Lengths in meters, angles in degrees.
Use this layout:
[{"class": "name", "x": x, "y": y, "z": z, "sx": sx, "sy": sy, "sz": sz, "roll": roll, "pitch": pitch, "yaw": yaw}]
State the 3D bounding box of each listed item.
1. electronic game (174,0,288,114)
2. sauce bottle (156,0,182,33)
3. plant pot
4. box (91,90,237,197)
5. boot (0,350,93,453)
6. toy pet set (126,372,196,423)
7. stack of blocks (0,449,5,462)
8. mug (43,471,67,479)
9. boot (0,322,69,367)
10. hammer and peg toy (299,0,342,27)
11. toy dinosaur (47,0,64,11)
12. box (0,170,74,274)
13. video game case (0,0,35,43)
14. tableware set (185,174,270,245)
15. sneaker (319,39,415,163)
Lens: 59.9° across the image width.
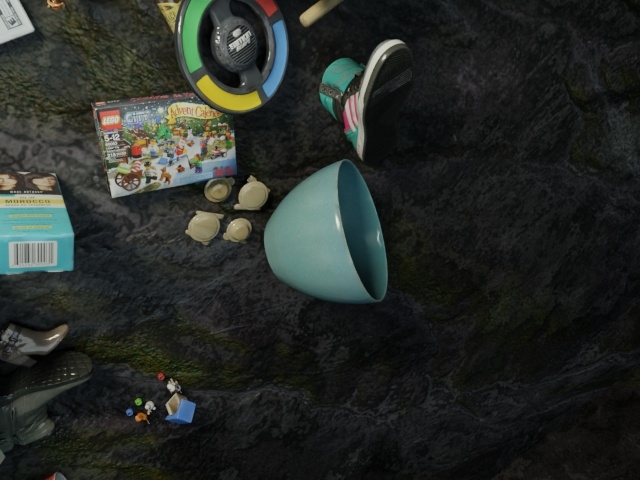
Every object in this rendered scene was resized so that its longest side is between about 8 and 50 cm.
[{"class": "electronic game", "x": -0.143, "y": -0.330, "z": 0.936, "sx": 0.229, "sy": 0.048, "sz": 0.230, "roll": -16, "pitch": 113, "yaw": -41}, {"class": "sauce bottle", "x": -0.238, "y": -0.377, "z": 0.890, "sx": 0.042, "sy": 0.042, "sz": 0.128, "roll": -36, "pitch": 128, "yaw": -10}, {"class": "plant pot", "x": 0.000, "y": 0.000, "z": 1.137, "sx": 0.195, "sy": 0.290, "sz": 0.290, "roll": -14, "pitch": 132, "yaw": 19}, {"class": "box", "x": -0.268, "y": -0.176, "z": 0.984, "sx": 0.233, "sy": 0.044, "sz": 0.159, "roll": -15, "pitch": 124, "yaw": -25}, {"class": "boot", "x": -0.549, "y": 0.317, "z": 1.082, "sx": 0.246, "sy": 0.083, "sz": 0.161, "roll": -18, "pitch": 130, "yaw": -14}, {"class": "toy pet set", "x": -0.347, "y": 0.378, "z": 1.244, "sx": 0.122, "sy": 0.065, "sz": 0.114, "roll": -49, "pitch": 131, "yaw": 2}, {"class": "stack of blocks", "x": -0.652, "y": 0.305, "z": 0.934, "sx": 0.171, "sy": 0.087, "sz": 0.297, "roll": 5, "pitch": 125, "yaw": 15}, {"class": "mug", "x": -0.615, "y": 0.595, "z": 1.175, "sx": 0.169, "sy": 0.113, "sz": 0.150, "roll": -22, "pitch": 125, "yaw": -16}, {"class": "boot", "x": -0.540, "y": 0.180, "z": 1.025, "sx": 0.118, "sy": 0.042, "sz": 0.087, "roll": -46, "pitch": 123, "yaw": -10}, {"class": "hammer and peg toy", "x": 0.018, "y": -0.486, "z": 0.777, "sx": 0.266, "sy": 0.127, "sz": 0.361, "roll": -54, "pitch": 131, "yaw": -6}, {"class": "toy dinosaur", "x": -0.299, "y": -0.479, "z": 0.753, "sx": 0.218, "sy": 0.164, "sz": 0.322, "roll": 21, "pitch": 123, "yaw": -23}, {"class": "box", "x": -0.436, "y": -0.034, "z": 0.829, "sx": 0.100, "sy": 0.244, "sz": 0.060, "roll": -2, "pitch": 117, "yaw": -31}, {"class": "video game case", "x": -0.517, "y": -0.345, "z": 0.744, "sx": 0.173, "sy": 0.022, "sz": 0.191, "roll": -29, "pitch": 129, "yaw": -16}, {"class": "tableware set", "x": -0.186, "y": -0.060, "z": 1.121, "sx": 0.141, "sy": 0.020, "sz": 0.169, "roll": 13, "pitch": 110, "yaw": -35}, {"class": "sneaker", "x": 0.080, "y": -0.296, "z": 1.046, "sx": 0.123, "sy": 0.178, "sz": 0.296, "roll": -27, "pitch": 157, "yaw": -17}]
